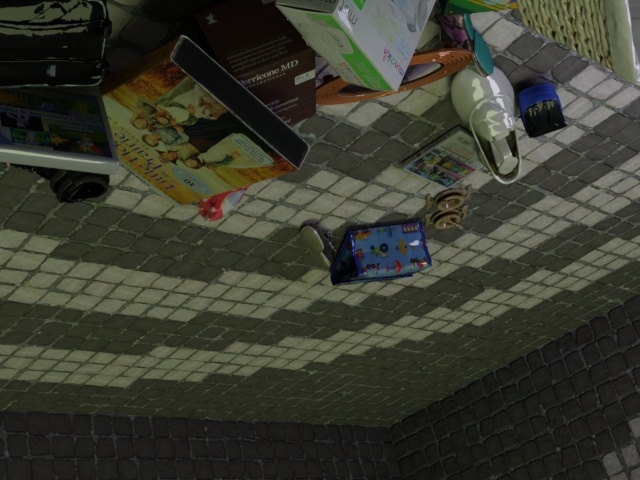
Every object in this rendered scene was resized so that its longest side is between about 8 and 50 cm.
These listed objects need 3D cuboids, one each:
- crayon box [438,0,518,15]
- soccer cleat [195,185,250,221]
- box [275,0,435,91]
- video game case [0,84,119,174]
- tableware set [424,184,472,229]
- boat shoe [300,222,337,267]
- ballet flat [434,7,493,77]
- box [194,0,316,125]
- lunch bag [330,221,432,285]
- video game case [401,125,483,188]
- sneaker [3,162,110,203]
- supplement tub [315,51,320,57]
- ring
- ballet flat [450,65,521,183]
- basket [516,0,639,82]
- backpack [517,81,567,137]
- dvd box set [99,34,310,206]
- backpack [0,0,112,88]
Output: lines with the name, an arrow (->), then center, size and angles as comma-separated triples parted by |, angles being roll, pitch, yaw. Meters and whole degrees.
crayon box -> 0.387, -0.521, 1.659 | 0.322, 0.083, 0.203 | -9, 152, -11
soccer cleat -> -0.200, -0.132, 2.128 | 0.248, 0.083, 0.095 | -45, 170, 37
box -> 0.070, -0.416, 1.527 | 0.126, 0.231, 0.262 | 17, 169, 32
video game case -> -0.519, -0.239, 1.513 | 0.329, 0.300, 0.036 | 5, 135, -33
tableware set -> 0.356, -0.078, 2.518 | 0.128, 0.039, 0.194 | -13, 152, -3
boat shoe -> 0.000, 0.000, 2.495 | 0.065, 0.075, 0.206 | -54, 152, -18
ballet flat -> 0.286, -0.406, 1.851 | 0.079, 0.077, 0.221 | -6, 153, 26
box -> -0.116, -0.319, 1.670 | 0.168, 0.167, 0.203 | -23, 155, -11
lunch bag -> 0.161, 0.064, 2.632 | 0.220, 0.138, 0.293 | -7, 164, -16
video game case -> 0.331, -0.205, 2.290 | 0.183, 0.023, 0.201 | -33, 149, 31
sneaker -> -0.554, -0.152, 1.824 | 0.295, 0.147, 0.104 | 0, 151, -24
supplement tub -> 0.060, -0.393, 1.716 | 0.197, 0.106, 0.106 | -1, 150, -26
ring -> 0.137, -0.332, 1.814 | 0.336, 0.032, 0.336 | -14, 177, -1
ballet flat -> 0.402, -0.257, 2.087 | 0.139, 0.139, 0.400 | -20, 149, 10
basket -> 0.478, -0.487, 1.398 | 0.328, 0.266, 0.331 | -41, 137, -9
backpack -> 0.499, -0.308, 2.092 | 0.098, 0.101, 0.120 | -23, 148, 12
dvd box set -> -0.261, -0.201, 1.682 | 0.307, 0.062, 0.420 | 40, 150, -29
backpack -> -0.476, -0.351, 1.440 | 0.253, 0.191, 0.225 | -11, 151, -22
